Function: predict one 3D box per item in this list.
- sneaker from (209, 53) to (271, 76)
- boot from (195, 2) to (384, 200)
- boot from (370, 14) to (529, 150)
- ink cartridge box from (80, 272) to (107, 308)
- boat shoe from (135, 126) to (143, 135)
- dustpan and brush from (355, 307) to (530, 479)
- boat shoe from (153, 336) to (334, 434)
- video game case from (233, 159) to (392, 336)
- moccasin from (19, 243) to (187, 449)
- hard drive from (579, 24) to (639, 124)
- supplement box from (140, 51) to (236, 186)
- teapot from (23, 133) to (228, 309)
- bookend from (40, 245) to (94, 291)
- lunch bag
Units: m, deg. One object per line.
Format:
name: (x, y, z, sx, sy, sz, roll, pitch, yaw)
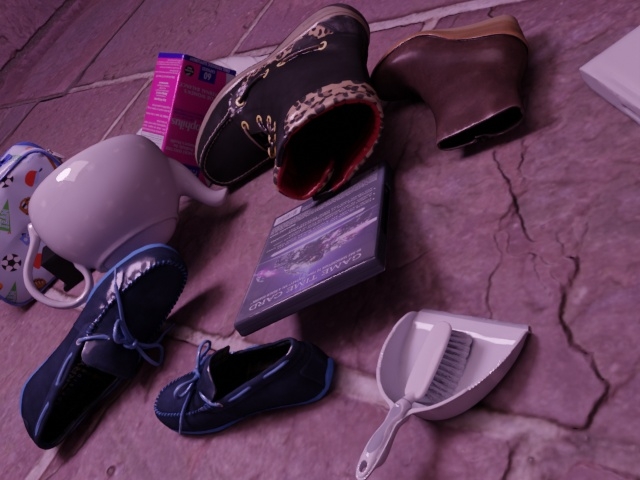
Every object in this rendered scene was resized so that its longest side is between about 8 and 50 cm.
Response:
sneaker: (-0.113, -0.306, 1.334, 0.129, 0.111, 0.297, -39, 39, -17)
boot: (-0.057, -0.163, 1.055, 0.377, 0.138, 0.284, -38, 35, 21)
boot: (0.164, -0.205, 0.956, 0.248, 0.090, 0.206, -16, 44, 33)
ink cartridge box: (-0.329, 0.099, 1.144, 0.122, 0.052, 0.088, 9, 59, 49)
boat shoe: (-0.385, -0.168, 1.457, 0.229, 0.080, 0.076, -26, 56, 17)
dustpan and brush: (0.098, 0.147, 0.680, 0.147, 0.060, 0.211, 5, 57, 46)
boat shoe: (-0.108, 0.159, 0.839, 0.258, 0.089, 0.109, -25, 39, 23)
video game case: (0.000, 0.000, 0.894, 0.196, 0.026, 0.274, -27, 23, 21)
moccasin: (-0.299, 0.164, 1.008, 0.342, 0.138, 0.117, -53, 39, 10)
hard drive: (0.465, -0.232, 0.740, 0.308, 0.040, 0.203, -35, 36, 10)
supplement box: (-0.249, -0.221, 1.270, 0.114, 0.111, 0.220, 22, 100, 51)
teapot: (-0.324, -0.032, 1.109, 0.256, 0.187, 0.252, -38, -4, 34)
bookend: (-0.480, -0.009, 1.309, 0.157, 0.156, 0.072, -37, 36, 10)
lunch bag: (-0.591, -0.041, 1.372, 0.303, 0.243, 0.115, -51, 37, -10)
